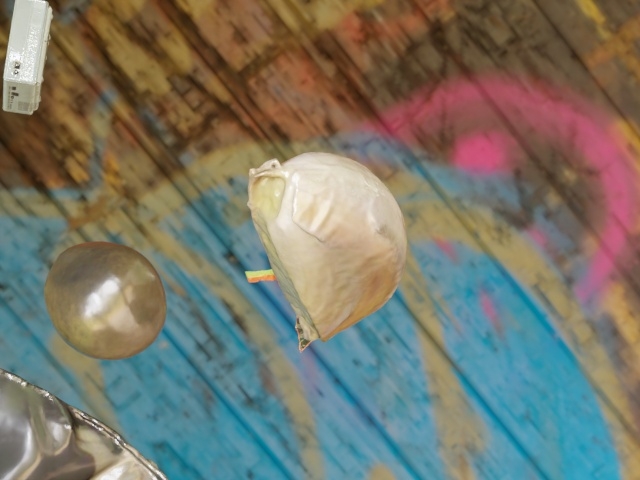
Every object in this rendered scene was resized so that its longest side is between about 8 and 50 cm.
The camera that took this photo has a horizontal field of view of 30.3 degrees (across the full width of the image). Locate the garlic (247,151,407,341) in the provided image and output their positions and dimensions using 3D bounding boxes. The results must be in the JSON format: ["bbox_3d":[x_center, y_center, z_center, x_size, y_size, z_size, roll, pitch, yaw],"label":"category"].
[{"bbox_3d":[0.012,-0.003,0.866,0.101,0.087,0.195,-34,-31,-12],"label":"garlic"}]

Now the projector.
[{"bbox_3d":[-0.455,-0.285,1.835,0.115,0.061,0.147,131,145,-65],"label":"projector"}]

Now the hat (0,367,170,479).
[{"bbox_3d":[-0.240,0.250,0.597,0.381,0.366,0.257,-44,-14,-5],"label":"hat"}]

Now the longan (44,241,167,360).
[{"bbox_3d":[-0.312,0.085,1.713,0.167,0.187,0.167,-40,-32,-32],"label":"longan"}]

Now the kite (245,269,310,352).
[{"bbox_3d":[-0.021,0.045,1.349,0.159,0.190,0.010,13,-37,-36],"label":"kite"}]
